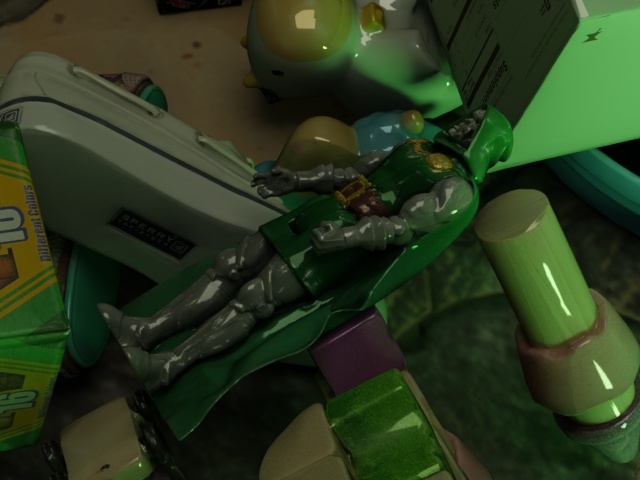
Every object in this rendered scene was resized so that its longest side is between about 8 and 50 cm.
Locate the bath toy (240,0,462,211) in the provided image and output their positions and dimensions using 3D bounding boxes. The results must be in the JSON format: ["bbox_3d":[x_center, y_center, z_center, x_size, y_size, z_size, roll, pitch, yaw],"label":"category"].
[{"bbox_3d":[0.014,-0.182,1.167,0.151,0.129,0.348,29,50,-42],"label":"bath toy"}]

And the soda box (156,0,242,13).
[{"bbox_3d":[-0.096,-0.237,1.222,0.060,0.053,0.169,-8,60,-11],"label":"soda box"}]

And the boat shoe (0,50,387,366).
[{"bbox_3d":[-0.070,-0.018,1.030,0.267,0.096,0.088,27,43,-22],"label":"boat shoe"}]

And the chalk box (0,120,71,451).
[{"bbox_3d":[-0.248,0.036,0.893,0.213,0.132,0.132,-7,61,-23],"label":"chalk box"}]

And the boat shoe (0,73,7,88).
[{"bbox_3d":[-0.321,-0.047,1.081,0.319,0.116,0.099,-7,104,-18],"label":"boat shoe"}]

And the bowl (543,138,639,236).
[{"bbox_3d":[0.293,-0.150,1.199,0.391,0.077,0.391,3,59,-5],"label":"bowl"}]

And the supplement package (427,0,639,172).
[{"bbox_3d":[0.214,-0.164,1.025,0.262,0.204,0.145,-12,72,-13],"label":"supplement package"}]

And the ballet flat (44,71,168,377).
[{"bbox_3d":[-0.151,-0.012,1.080,0.079,0.077,0.221,0,53,15],"label":"ballet flat"}]

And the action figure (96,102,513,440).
[{"bbox_3d":[0.000,0.000,0.929,0.232,0.063,0.137,-32,34,-7],"label":"action figure"}]

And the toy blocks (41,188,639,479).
[{"bbox_3d":[0.068,0.188,0.916,0.309,0.260,0.288,-28,34,2],"label":"toy blocks"}]
